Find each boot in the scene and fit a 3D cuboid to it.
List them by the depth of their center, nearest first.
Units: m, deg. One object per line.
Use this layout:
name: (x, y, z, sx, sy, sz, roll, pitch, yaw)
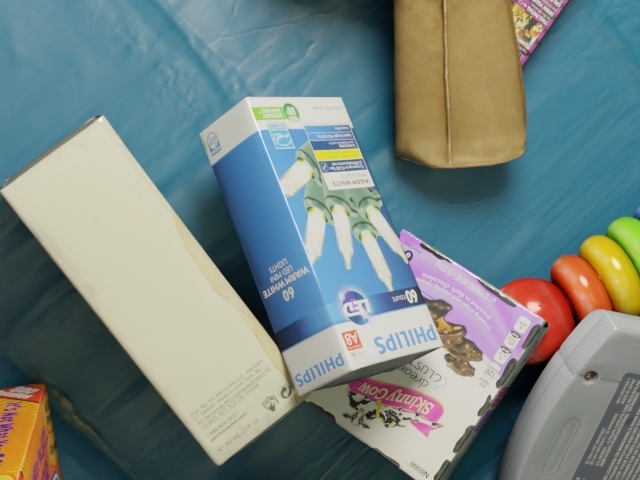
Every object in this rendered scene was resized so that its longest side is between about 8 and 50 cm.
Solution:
boot: (0.078, -0.196, 1.108, 0.236, 0.089, 0.269, -2, 120, 7)

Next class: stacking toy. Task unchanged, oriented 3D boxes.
stacking toy: (0.325, 0.033, 1.206, 0.330, 0.141, 0.141, -28, 102, -2)

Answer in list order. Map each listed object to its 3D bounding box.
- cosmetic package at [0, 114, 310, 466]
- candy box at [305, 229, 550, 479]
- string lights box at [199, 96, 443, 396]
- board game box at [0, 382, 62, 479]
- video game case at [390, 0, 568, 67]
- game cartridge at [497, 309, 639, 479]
cosmetic package: (-0.153, 0.040, 1.073, 0.113, 0.160, 0.309, -37, 104, -7)
candy box: (0.100, 0.116, 1.141, 0.165, 0.070, 0.196, 33, 93, 17)
string lights box: (0.000, 0.000, 1.069, 0.133, 0.077, 0.260, -9, 72, -48)
board game box: (-0.385, 0.353, 0.943, 0.356, 0.356, 0.357, -8, 98, -8)
video game case: (0.155, -0.305, 1.164, 0.232, 0.042, 0.210, 35, 88, -14)
game cartridge: (0.296, 0.207, 1.200, 0.196, 0.060, 0.294, 10, 117, -19)
